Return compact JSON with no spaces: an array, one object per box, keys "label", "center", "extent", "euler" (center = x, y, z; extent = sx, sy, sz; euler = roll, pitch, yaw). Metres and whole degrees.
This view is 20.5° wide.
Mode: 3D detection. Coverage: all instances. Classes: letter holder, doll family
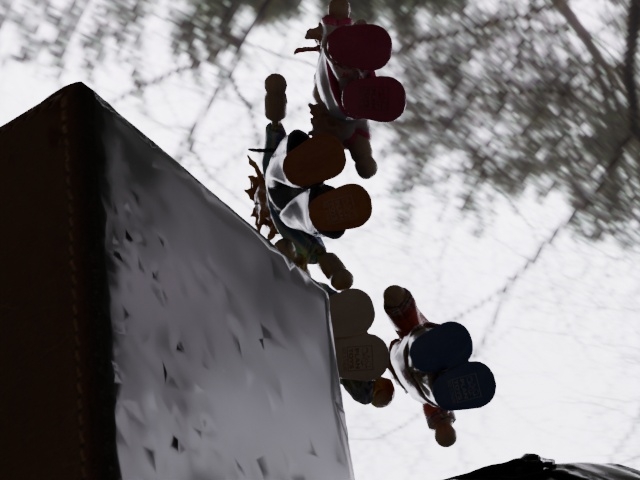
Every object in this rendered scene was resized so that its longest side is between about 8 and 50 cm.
[{"label":"letter holder","center":[-0.106,0.143,0.557],"extent":[0.214,0.152,0.302],"euler":[-26,-131,21]},{"label":"doll family","center":[0.000,0.000,0.999],"extent":[0.118,0.163,0.263],"euler":[-15,-90,-8]}]

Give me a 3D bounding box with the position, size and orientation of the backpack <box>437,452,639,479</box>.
[{"label":"backpack","center":[0.133,0.210,0.903],"extent":[0.253,0.225,0.191],"euler":[-148,-122,-60]}]
